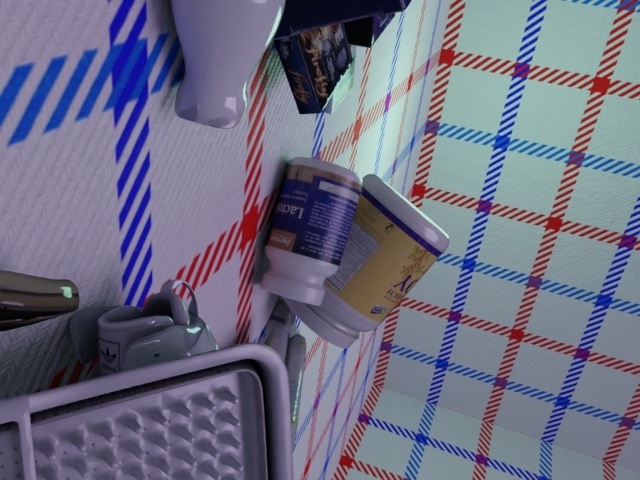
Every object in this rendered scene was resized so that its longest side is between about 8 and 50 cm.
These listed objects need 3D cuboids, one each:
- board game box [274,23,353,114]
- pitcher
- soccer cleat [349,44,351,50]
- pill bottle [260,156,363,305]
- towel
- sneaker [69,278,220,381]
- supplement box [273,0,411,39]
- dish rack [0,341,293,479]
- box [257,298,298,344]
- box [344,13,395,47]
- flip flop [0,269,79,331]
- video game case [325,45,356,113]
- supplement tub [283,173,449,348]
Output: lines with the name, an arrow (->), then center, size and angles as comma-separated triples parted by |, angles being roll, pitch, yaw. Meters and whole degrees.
board game box -> -0.021, -0.345, 0.934 | 0.165, 0.042, 0.243 | -64, 146, -38
pitcher -> -0.109, -0.263, 0.706 | 0.178, 0.125, 0.207 | -89, -167, -51
soccer cleat -> -0.001, -0.344, 1.105 | 0.196, 0.068, 0.076 | -14, 123, -66
pill bottle -> -0.022, -0.016, 1.174 | 0.153, 0.153, 0.265 | 27, 79, -75
towel -> -0.124, 0.372, 1.094 | 0.374, 0.090, 0.320 | -84, -165, -66
sneaker -> -0.240, 0.202, 0.647 | 0.366, 0.137, 0.210 | -40, 130, -39
supplement box -> 0.046, -0.449, 0.792 | 0.356, 0.194, 0.195 | -62, 139, -38
dish rack -> -0.181, 0.249, 0.562 | 0.333, 0.072, 0.285 | -8, 101, -34
box -> -0.106, 0.249, 1.364 | 0.145, 0.038, 0.186 | 85, 24, -52
box -> 0.090, -0.539, 1.168 | 0.184, 0.103, 0.261 | -64, 162, -45
flip flop -> -0.270, 0.015, 0.413 | 0.277, 0.112, 0.080 | 34, 47, -72
video game case -> 0.047, -0.376, 1.331 | 0.157, 0.019, 0.143 | -59, 159, -49
supplement tub -> 0.093, 0.047, 1.327 | 0.331, 0.241, 0.241 | -50, 168, 9
